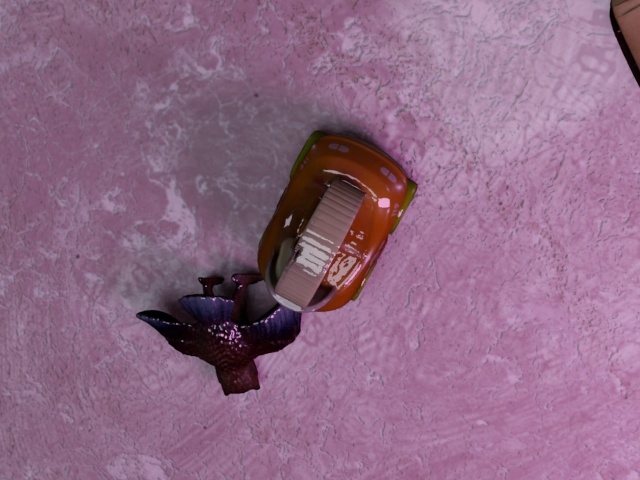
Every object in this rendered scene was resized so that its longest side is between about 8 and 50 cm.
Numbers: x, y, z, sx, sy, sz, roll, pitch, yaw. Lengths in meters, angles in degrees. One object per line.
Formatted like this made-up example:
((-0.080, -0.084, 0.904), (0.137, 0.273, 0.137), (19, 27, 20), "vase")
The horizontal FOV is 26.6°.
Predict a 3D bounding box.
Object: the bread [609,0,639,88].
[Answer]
((0.430, -0.225, 1.432), (0.212, 0.142, 0.224), (-18, 106, 39), "bread")

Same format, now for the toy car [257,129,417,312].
((0.000, 0.000, 1.603), (0.145, 0.235, 0.235), (28, 117, 2), "toy car")

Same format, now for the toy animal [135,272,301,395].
((-0.125, 0.131, 1.749), (0.219, 0.116, 0.179), (-6, 110, 10), "toy animal")
